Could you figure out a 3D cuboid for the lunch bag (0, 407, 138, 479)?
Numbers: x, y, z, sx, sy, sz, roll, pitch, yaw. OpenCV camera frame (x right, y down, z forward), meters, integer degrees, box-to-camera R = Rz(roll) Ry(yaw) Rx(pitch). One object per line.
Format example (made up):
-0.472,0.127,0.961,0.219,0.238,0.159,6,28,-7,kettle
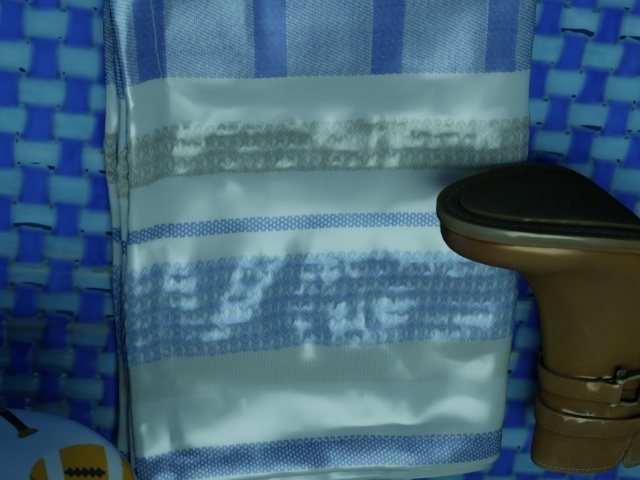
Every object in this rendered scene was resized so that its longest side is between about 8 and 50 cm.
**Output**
-0.164,0.203,0.526,0.243,0.115,0.303,6,115,26,lunch bag

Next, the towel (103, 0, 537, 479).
0.000,0.000,0.612,0.209,0.034,0.285,-2,114,-9,towel

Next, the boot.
0.128,0.047,0.620,0.197,0.073,0.152,7,118,-23,boot
